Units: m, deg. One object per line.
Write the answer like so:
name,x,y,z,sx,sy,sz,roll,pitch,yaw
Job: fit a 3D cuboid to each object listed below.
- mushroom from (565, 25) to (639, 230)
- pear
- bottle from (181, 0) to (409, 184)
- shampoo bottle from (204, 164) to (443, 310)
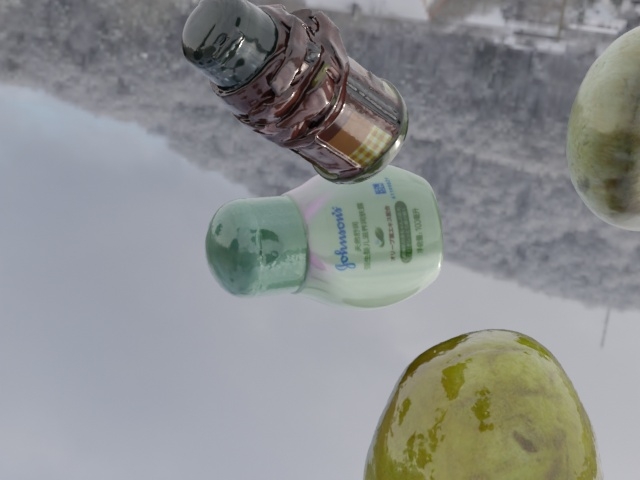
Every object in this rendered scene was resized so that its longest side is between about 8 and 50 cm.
mushroom,0.551,-0.173,1.694,0.352,0.352,0.260,-1,-163,-36
pear,0.174,0.235,1.119,0.269,0.269,0.321,10,-156,11
bottle,-0.029,-0.172,1.108,0.271,0.143,0.156,30,-161,-44
shampoo bottle,0.000,0.000,1.547,0.349,0.222,0.151,-5,-179,-24
